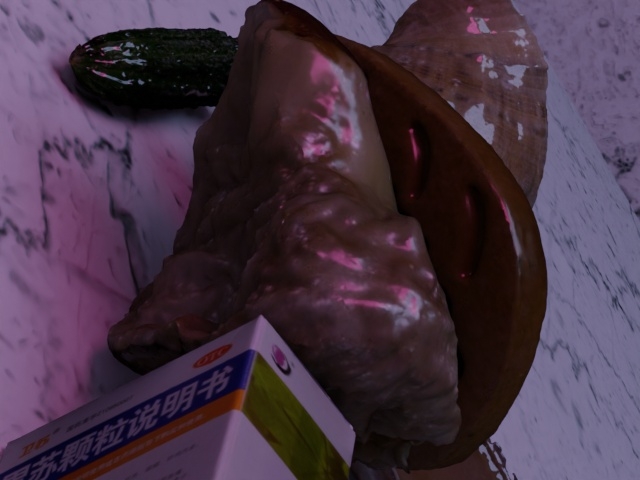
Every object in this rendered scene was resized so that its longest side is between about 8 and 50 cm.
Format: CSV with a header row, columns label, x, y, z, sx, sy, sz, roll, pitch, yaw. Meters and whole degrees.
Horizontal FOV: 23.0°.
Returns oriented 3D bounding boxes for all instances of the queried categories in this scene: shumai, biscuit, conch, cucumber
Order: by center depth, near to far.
label,x,y,z,sx,sy,sz,roll,pitch,yaw
shumai,0.002,-0.003,1.099,0.217,0.346,0.283,24,71,-13
biscuit,0.021,0.019,1.237,0.063,0.314,0.367,-1,36,-42
cucumber,-0.127,-0.145,1.347,0.077,0.077,0.265,64,21,2
conch,0.075,-0.076,1.408,0.263,0.324,0.186,34,17,-2

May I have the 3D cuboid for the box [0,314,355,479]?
label,x,y,z,sx,sy,sz,roll,pitch,yaw
box,-0.103,0.195,0.830,0.106,0.200,0.299,53,24,-21

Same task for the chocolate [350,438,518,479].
label,x,y,z,sx,sy,sz,roll,pitch,yaw
chocolate,0.085,0.203,1.424,0.161,0.083,0.261,-26,89,-52
